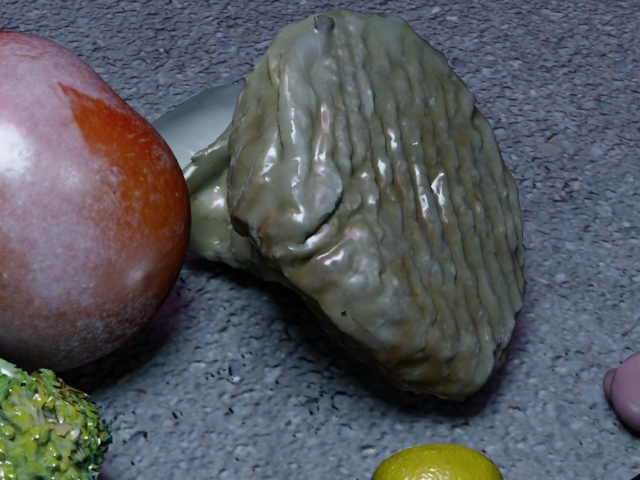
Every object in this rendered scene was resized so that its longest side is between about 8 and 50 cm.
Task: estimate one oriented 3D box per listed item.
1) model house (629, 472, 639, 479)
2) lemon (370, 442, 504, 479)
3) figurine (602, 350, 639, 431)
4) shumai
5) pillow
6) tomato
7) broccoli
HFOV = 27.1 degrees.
[{"bbox_3d":[0.338,0.170,0.841,0.261,0.241,0.226,-26,46,-29],"label":"model house"},{"bbox_3d":[0.078,0.183,0.933,0.111,0.082,0.082,0,40,-13],"label":"lemon"},{"bbox_3d":[0.257,0.117,1.028,0.083,0.067,0.071,9,18,32],"label":"figurine"},{"bbox_3d":[0.000,0.000,1.079,0.267,0.262,0.314,-26,91,-44],"label":"shumai"},{"bbox_3d":[-0.134,-0.082,1.229,0.144,0.078,0.254,10,36,44],"label":"pillow"},{"bbox_3d":[-0.240,-0.015,1.006,0.270,0.270,0.227,22,52,21],"label":"tomato"},{"bbox_3d":[-0.249,0.128,0.887,0.194,0.194,0.219,-2,29,-5],"label":"broccoli"}]
